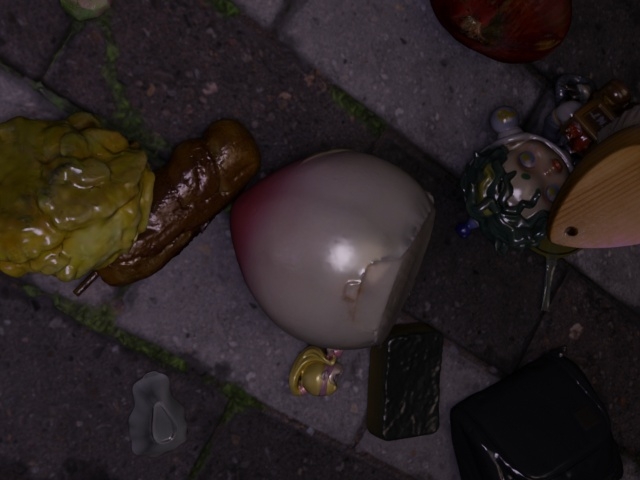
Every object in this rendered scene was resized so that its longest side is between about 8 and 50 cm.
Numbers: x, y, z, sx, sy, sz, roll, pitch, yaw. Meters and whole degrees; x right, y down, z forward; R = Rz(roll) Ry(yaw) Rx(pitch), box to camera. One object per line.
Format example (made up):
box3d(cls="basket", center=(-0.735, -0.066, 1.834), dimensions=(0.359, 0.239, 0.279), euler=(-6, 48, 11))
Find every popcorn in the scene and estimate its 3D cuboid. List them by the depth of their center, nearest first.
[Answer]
box3d(cls="popcorn", center=(-0.333, -0.058, 1.099), dimensions=(0.192, 0.233, 0.266), euler=(88, 20, -45))

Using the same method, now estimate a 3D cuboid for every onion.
box3d(cls="onion", center=(0.274, -0.378, 1.332), dimensions=(0.161, 0.248, 0.248), euler=(-47, 116, 3))

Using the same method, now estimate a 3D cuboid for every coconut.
box3d(cls="coconut", center=(-0.314, -0.334, 1.124), dimensions=(0.083, 0.081, 0.082), euler=(22, 100, 6))

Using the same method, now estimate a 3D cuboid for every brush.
box3d(cls="brush", center=(0.465, -0.093, 1.300), dimensions=(0.174, 0.266, 0.166), euler=(49, 37, -13))
box3d(cls="brush", center=(0.148, 0.245, 1.464), dimensions=(0.123, 0.059, 0.197), euler=(-3, 100, -28))

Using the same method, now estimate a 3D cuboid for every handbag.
box3d(cls="handbag", center=(0.407, 0.373, 1.551), dimensions=(0.302, 0.178, 0.275), euler=(-22, 108, -22))

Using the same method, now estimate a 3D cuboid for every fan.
box3d(cls="fan", center=(0.445, -0.031, 1.598), dimensions=(0.229, 0.011, 0.335), euler=(6, 94, -28))

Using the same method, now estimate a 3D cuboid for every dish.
box3d(cls="dish", center=(-0.244, 0.268, 1.279), dimensions=(0.091, 0.039, 0.137), euler=(-13, 105, -24))

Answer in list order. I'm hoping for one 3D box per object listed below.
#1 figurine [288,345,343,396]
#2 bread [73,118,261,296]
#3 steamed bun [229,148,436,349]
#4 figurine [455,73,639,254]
box3d(cls="figurine", center=(0.013, 0.175, 1.382), dimensions=(0.083, 0.083, 0.187), euler=(22, 94, -28))
box3d(cls="bread", center=(-0.219, -0.038, 1.217), dimensions=(0.344, 0.084, 0.124), euler=(-45, 115, -13))
box3d(cls="steamed bun", center=(0.000, 0.000, 1.244), dimensions=(0.309, 0.309, 0.309), euler=(-5, 101, -26))
box3d(cls="figurine", center=(0.400, -0.128, 1.447), dimensions=(0.382, 0.186, 0.261), euler=(-37, 73, -11))
